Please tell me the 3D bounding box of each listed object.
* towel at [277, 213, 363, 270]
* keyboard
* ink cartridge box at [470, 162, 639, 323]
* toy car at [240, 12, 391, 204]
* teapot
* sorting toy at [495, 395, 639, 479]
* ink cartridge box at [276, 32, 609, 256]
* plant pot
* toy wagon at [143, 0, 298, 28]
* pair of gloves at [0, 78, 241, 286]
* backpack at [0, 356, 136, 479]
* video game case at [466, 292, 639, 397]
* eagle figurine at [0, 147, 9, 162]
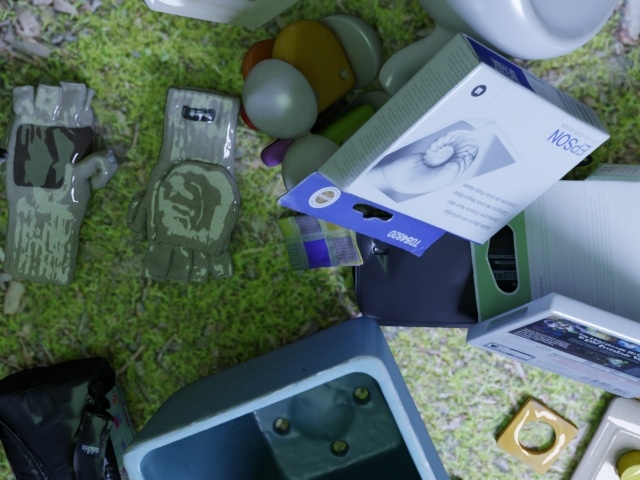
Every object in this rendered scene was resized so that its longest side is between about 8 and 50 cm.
[{"bbox_3d":[0.000,0.000,1.446,0.083,0.009,0.060,-5,109,29],"label":"towel"},{"bbox_3d":[0.189,-0.007,1.436,0.317,0.033,0.201,1,112,3],"label":"keyboard"},{"bbox_3d":[0.262,0.013,1.396,0.235,0.056,0.171,4,114,29],"label":"ink cartridge box"},{"bbox_3d":[-0.009,-0.112,1.371,0.136,0.159,0.182,-15,108,46],"label":"toy car"},{"bbox_3d":[0.146,-0.284,1.273,0.187,0.256,0.252,14,138,38],"label":"teapot"},{"bbox_3d":[0.340,0.276,1.504,0.348,0.047,0.196,22,108,-3],"label":"sorting toy"},{"bbox_3d":[0.111,-0.062,1.289,0.224,0.045,0.223,-42,145,24],"label":"ink cartridge box"},{"bbox_3d":[-0.005,0.210,1.401,0.248,0.252,0.247,-22,104,11],"label":"plant pot"},{"bbox_3d":[-0.051,-0.353,1.260,0.267,0.068,0.344,5,116,-32],"label":"toy wagon"},{"bbox_3d":[-0.197,-0.056,1.443,0.240,0.042,0.204,2,104,2],"label":"pair of gloves"},{"bbox_3d":[-0.246,0.214,1.492,0.152,0.115,0.182,-10,108,19],"label":"backpack"},{"bbox_3d":[0.258,0.102,1.385,0.190,0.173,0.022,20,71,-15],"label":"video game case"},{"bbox_3d":[-0.450,-0.133,1.322,0.298,0.226,0.225,-19,106,-11],"label":"eagle figurine"}]
